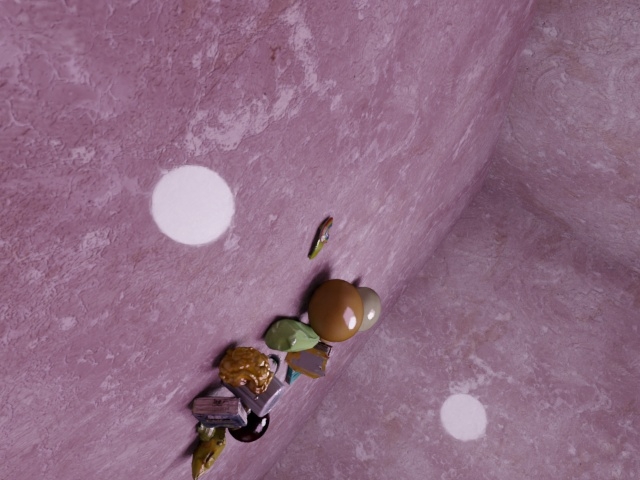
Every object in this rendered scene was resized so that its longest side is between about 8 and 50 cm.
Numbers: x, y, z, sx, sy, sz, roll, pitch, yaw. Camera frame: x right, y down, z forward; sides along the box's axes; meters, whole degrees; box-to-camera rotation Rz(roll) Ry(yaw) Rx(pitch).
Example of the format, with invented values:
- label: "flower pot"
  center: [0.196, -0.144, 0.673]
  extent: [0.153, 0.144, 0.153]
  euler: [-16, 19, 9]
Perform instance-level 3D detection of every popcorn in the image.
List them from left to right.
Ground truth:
- label: "popcorn"
  center: [-0.260, 0.456, 1.515]
  extent: [0.163, 0.194, 0.140]
  euler: [-66, 179, -68]

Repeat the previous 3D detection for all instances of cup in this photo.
- label: "cup"
  center: [-0.239, 0.547, 1.656]
  extent: [0.221, 0.202, 0.167]
  euler: [-49, 160, -12]

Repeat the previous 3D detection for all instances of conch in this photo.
- label: "conch"
  center: [-0.469, 0.770, 1.727]
  extent: [0.121, 0.074, 0.089]
  euler: [72, 22, -44]

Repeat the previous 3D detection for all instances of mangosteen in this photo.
- label: "mangosteen"
  center: [-0.325, 0.786, 1.866]
  extent: [0.210, 0.209, 0.210]
  euler: [-43, 156, -25]

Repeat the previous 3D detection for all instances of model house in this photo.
- label: "model house"
  center: [-0.050, 0.563, 2.125]
  extent: [0.136, 0.219, 0.208]
  euler: [-56, 160, -56]

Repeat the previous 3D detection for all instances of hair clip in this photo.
- label: "hair clip"
  center: [0.000, 0.000, 1.562]
  extent: [0.060, 0.033, 0.189]
  euler: [-18, 138, -52]

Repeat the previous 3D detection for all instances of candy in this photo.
- label: "candy"
  center: [-0.116, 0.420, 1.812]
  extent: [0.142, 0.131, 0.343]
  euler: [-59, 157, -2]

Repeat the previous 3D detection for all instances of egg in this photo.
- label: "egg"
  center: [0.067, 0.306, 1.853]
  extent: [0.250, 0.250, 0.323]
  euler: [-40, 151, -30]
- label: "egg"
  center: [0.225, 0.379, 2.324]
  extent: [0.219, 0.219, 0.269]
  euler: [-20, 144, -54]

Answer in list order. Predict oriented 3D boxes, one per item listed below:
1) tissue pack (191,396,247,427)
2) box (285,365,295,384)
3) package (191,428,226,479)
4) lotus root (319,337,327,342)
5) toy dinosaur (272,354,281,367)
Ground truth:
- label: "tissue pack"
  center: [-0.375, 0.656, 1.600]
  extent: [0.236, 0.173, 0.073]
  euler: [93, -4, -56]
- label: "box"
  center: [-0.115, 0.682, 2.312]
  extent: [0.162, 0.041, 0.229]
  euler: [-36, 152, -37]
- label: "package"
  center: [-0.474, 0.885, 1.790]
  extent: [0.226, 0.090, 0.168]
  euler: [-52, -167, -10]
- label: "lotus root"
  center: [0.035, 0.440, 2.134]
  extent: [0.154, 0.140, 0.257]
  euler: [-55, 165, -14]
- label: "toy dinosaur"
  center: [-0.214, 0.577, 1.993]
  extent: [0.083, 0.021, 0.062]
  euler: [-60, 151, 4]
